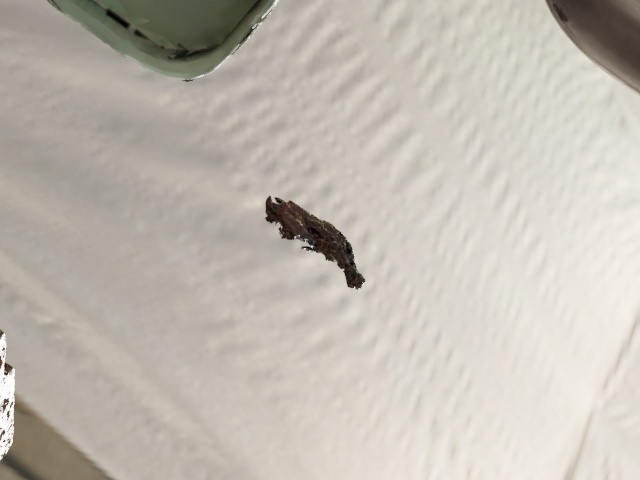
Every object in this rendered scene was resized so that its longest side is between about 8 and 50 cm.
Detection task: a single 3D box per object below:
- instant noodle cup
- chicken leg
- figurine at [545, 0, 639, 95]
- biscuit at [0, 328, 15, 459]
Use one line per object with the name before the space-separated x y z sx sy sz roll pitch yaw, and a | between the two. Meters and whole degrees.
instant noodle cup | -0.106 -0.325 1.593 0.307 0.294 0.294 -71 -27 -44
chicken leg | 0.000 -0.001 1.100 0.021 0.083 0.036 -53 -8 24
figurine | 0.273 -0.177 0.826 0.365 0.206 0.218 -17 -84 -14
biscuit | -0.344 0.186 1.574 0.301 0.043 0.278 58 -128 -79
